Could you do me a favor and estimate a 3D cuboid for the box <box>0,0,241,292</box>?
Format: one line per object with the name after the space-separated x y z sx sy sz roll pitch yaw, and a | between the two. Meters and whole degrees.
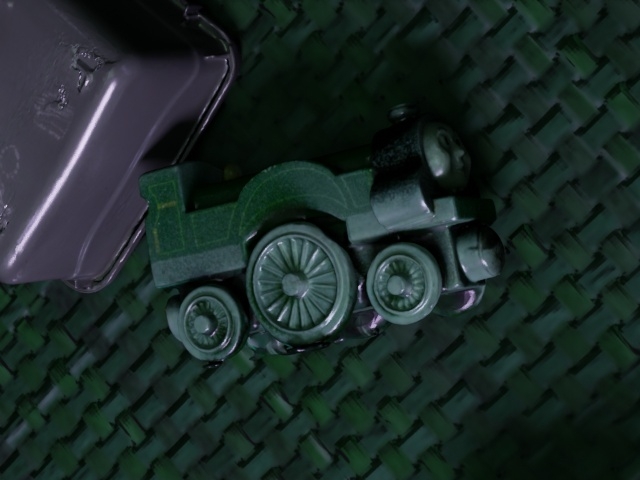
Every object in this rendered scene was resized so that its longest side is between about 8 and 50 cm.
-0.136 -0.062 0.834 0.124 0.093 0.172 39 112 17 | box

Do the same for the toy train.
0.000 0.000 0.788 0.178 0.071 0.104 -14 82 28 | toy train
